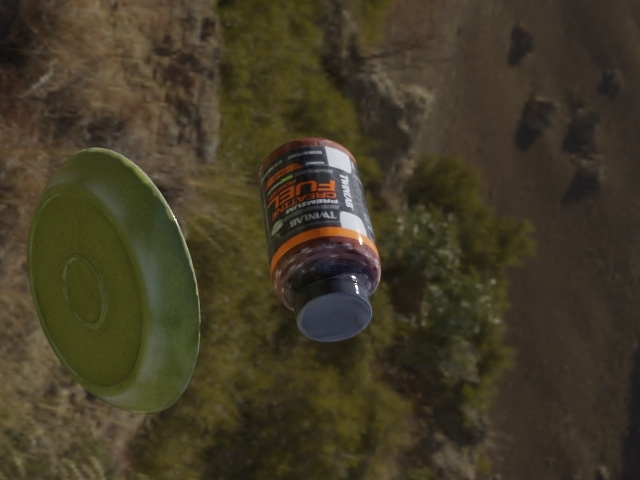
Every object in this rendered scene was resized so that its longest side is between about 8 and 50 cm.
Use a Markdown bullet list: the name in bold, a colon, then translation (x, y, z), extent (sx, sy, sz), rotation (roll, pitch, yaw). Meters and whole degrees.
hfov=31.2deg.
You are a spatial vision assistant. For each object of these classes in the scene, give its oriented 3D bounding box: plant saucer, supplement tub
- **plant saucer**: translation (-0.193, 0.041, 0.999), extent (0.037, 0.241, 0.241), rotation (-15, 114, -42)
- **supplement tub**: translation (0.000, 0.000, 1.096), extent (0.106, 0.106, 0.198), rotation (73, 4, -47)
